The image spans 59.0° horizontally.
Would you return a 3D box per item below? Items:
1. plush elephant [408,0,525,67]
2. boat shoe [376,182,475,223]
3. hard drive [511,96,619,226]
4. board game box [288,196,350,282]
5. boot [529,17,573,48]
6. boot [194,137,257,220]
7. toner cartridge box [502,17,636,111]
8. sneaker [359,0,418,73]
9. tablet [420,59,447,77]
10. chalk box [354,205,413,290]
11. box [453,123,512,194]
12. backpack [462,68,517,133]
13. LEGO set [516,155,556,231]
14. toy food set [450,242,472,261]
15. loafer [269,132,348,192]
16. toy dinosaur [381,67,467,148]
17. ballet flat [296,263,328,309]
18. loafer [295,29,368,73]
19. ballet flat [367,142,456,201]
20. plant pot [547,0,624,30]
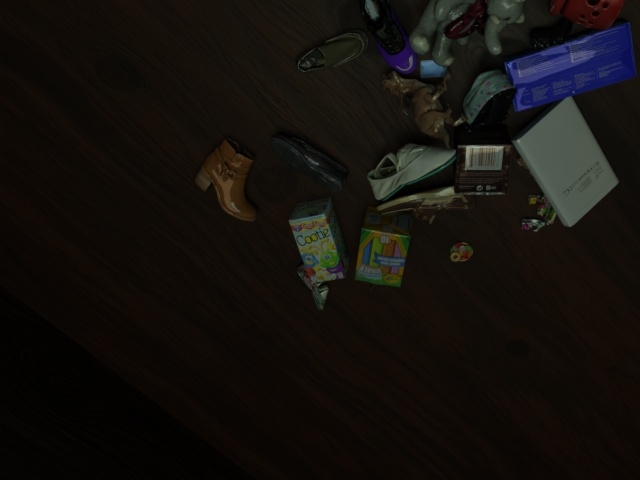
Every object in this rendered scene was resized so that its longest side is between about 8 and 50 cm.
[{"bbox_3d":[0.445,-0.633,1.586,0.255,0.271,0.330,25,100,26],"label":"plush elephant"},{"bbox_3d":[0.368,-0.116,1.974,0.341,0.123,0.123,-11,98,10],"label":"boat shoe"},{"bbox_3d":[0.784,-0.252,1.804,0.233,0.047,0.353,-41,109,-6],"label":"hard drive"},{"bbox_3d":[0.000,0.000,2.115,0.144,0.142,0.276,-10,117,17],"label":"board game box"},{"bbox_3d":[0.678,-0.616,1.666,0.099,0.121,0.045,12,151,39],"label":"boot"},{"bbox_3d":[-0.301,-0.223,2.084,0.283,0.109,0.220,41,115,-5],"label":"boot"},{"bbox_3d":[0.742,-0.522,1.702,0.347,0.075,0.165,-14,115,18],"label":"toner cartridge box"},{"bbox_3d":[0.196,-0.624,1.711,0.102,0.146,0.293,-26,111,24],"label":"sneaker"},{"bbox_3d":[0.361,-0.548,1.804,0.083,0.006,0.054,-1,119,11],"label":"tablet"},{"bbox_3d":[0.227,0.049,2.079,0.178,0.180,0.289,9,122,6],"label":"chalk box"},{"bbox_3d":[0.516,-0.264,1.822,0.168,0.203,0.167,1,120,11],"label":"box"},{"bbox_3d":[0.516,-0.430,1.738,0.151,0.115,0.182,-25,160,-17],"label":"backpack"},{"bbox_3d":[0.737,-0.157,1.896,0.132,0.107,0.287,-6,118,15],"label":"LEGO set"},{"bbox_3d":[0.524,0.043,2.106,0.083,0.020,0.083,3,120,10],"label":"toy food set"},{"bbox_3d":[-0.038,-0.287,2.003,0.302,0.095,0.109,35,151,-5],"label":"loafer"},{"bbox_3d":[0.328,-0.410,1.778,0.200,0.127,0.296,-23,86,37],"label":"toy dinosaur"},{"bbox_3d":[-0.016,0.182,2.273,0.079,0.077,0.222,-27,112,3],"label":"ballet flat"},{"bbox_3d":[0.033,-0.587,1.800,0.251,0.087,0.095,-19,114,21],"label":"loafer"},{"bbox_3d":[0.273,-0.240,1.852,0.139,0.139,0.400,40,153,-12],"label":"ballet flat"},{"bbox_3d":[0.729,-0.687,1.543,0.173,0.191,0.191,14,122,6],"label":"plant pot"}]
